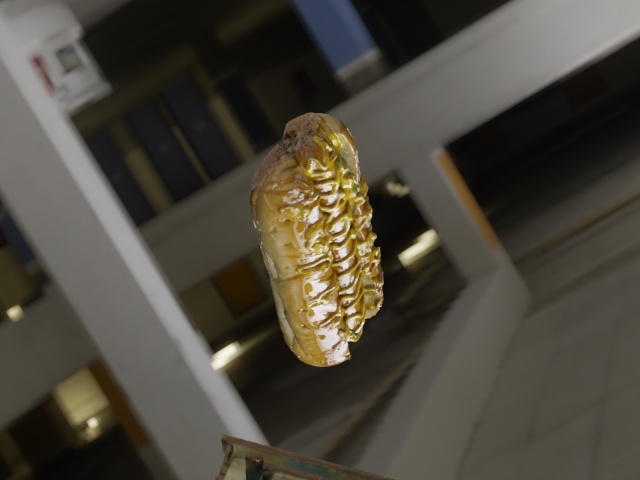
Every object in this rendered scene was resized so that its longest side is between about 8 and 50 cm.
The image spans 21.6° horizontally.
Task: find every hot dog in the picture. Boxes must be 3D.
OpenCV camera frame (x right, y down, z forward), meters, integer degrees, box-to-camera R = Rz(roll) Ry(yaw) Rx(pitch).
[{"bbox_3d":[0.000,0.000,0.872,0.071,0.045,0.165,-52,151,-28],"label":"hot dog"}]

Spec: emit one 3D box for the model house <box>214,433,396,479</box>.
[{"bbox_3d":[-0.040,0.233,1.181,0.178,0.271,0.206,12,-149,10],"label":"model house"}]
